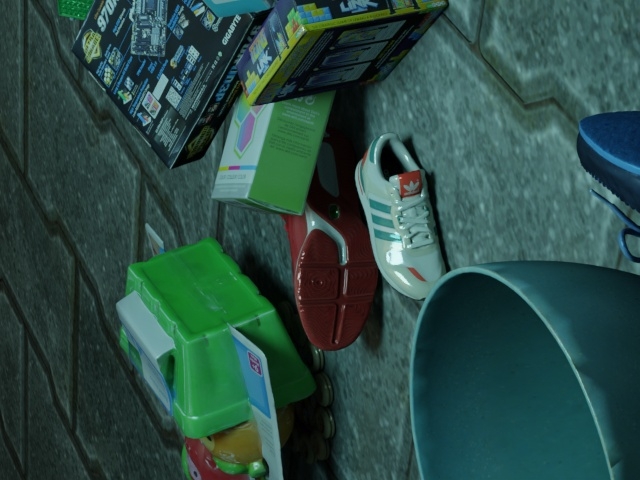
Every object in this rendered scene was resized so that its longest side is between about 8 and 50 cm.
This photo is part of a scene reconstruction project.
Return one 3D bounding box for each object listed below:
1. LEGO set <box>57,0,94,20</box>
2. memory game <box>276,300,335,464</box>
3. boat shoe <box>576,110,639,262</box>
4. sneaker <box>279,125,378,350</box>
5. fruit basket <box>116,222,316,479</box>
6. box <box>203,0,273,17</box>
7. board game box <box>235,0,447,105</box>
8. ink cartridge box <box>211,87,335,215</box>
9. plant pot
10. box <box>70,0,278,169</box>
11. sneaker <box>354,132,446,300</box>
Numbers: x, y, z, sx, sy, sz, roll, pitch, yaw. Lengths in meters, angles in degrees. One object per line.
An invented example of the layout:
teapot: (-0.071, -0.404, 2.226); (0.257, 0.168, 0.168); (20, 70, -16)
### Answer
LEGO set: (-0.146, -0.360, 2.043); (0.255, 0.192, 0.331); (6, 125, 23)
memory game: (-0.027, 0.160, 2.217); (0.186, 0.012, 0.186); (169, 90, -68)
boat shoe: (0.252, -0.014, 1.342); (0.258, 0.109, 0.089); (-135, 36, -57)
sneaker: (0.000, 0.000, 2.010); (0.128, 0.087, 0.221); (171, 100, -76)
fruit basket: (-0.118, 0.196, 2.227); (0.327, 0.165, 0.353); (-133, 35, -52)
box: (-0.057, -0.323, 1.759); (0.060, 0.244, 0.100); (-5, 142, 34)
board game box: (0.016, -0.183, 1.775); (0.170, 0.141, 0.048); (135, 121, -63)
ink cartridge box: (-0.036, -0.131, 1.918); (0.109, 0.062, 0.209); (5, 79, 68)
plant pot: (0.213, 0.143, 1.388); (0.290, 0.195, 0.290); (169, 90, -68)
box: (-0.143, -0.205, 1.949); (0.175, 0.051, 0.220); (49, 134, 19)
sneaker: (0.076, -0.024, 1.819); (0.075, 0.057, 0.161); (110, 145, -61)
